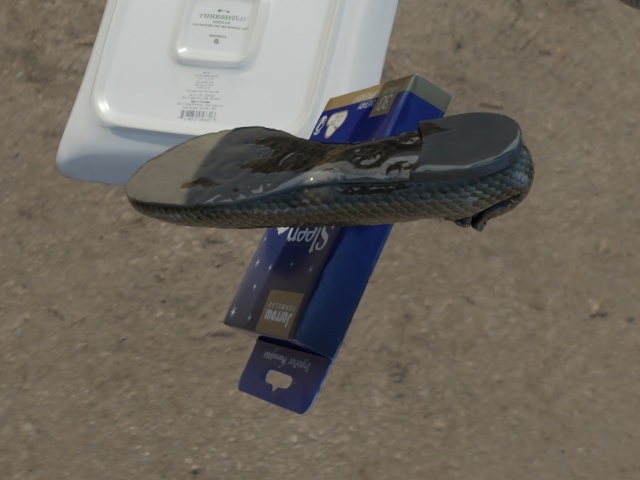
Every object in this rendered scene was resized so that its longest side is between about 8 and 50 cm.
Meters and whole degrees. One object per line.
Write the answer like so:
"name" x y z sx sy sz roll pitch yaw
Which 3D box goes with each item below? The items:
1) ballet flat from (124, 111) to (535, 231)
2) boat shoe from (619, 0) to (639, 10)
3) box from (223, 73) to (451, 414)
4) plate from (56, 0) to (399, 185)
"ballet flat" 0.001 -0.030 0.638 0.084 0.249 0.058 -72 150 -45
"boat shoe" 0.174 -0.276 0.450 0.132 0.355 0.130 4 31 4
"box" 0.000 0.000 0.733 0.036 0.136 0.225 27 79 -21
"plate" -0.079 -0.173 0.926 0.277 0.045 0.278 8 74 18
